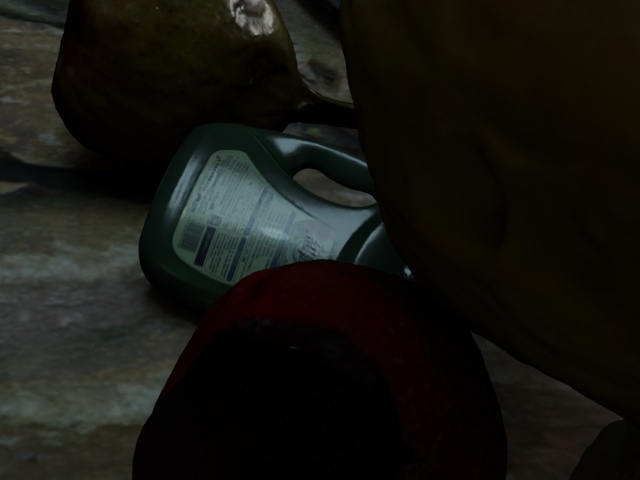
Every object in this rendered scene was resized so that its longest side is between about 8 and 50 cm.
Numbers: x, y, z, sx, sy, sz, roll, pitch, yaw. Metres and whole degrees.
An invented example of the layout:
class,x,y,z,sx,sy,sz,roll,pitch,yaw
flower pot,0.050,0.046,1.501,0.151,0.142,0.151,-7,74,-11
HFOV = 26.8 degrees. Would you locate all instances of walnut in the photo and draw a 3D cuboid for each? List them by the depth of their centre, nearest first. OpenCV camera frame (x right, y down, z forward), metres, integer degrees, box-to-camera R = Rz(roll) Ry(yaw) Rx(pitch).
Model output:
class,x,y,z,sx,sy,sz,roll,pitch,yaw
walnut,0.192,-0.059,0.610,0.398,0.354,0.308,27,74,46

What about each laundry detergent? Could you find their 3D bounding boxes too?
class,x,y,z,sx,sy,sz,roll,pitch,yaw
laundry detergent,0.000,0.000,0.899,0.221,0.078,0.144,14,62,13

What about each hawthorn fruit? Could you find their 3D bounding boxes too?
class,x,y,z,sx,sy,sz,roll,pitch,yaw
hawthorn fruit,0.002,0.094,0.729,0.189,0.190,0.251,5,19,0

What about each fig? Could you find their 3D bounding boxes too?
class,x,y,z,sx,sy,sz,roll,pitch,yaw
fig,-0.068,-0.110,0.994,0.290,0.191,0.191,37,42,-4

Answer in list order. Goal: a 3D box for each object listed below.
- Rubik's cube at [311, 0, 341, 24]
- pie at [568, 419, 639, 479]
class,x,y,z,sx,sy,sz,roll,pitch,yaw
Rubik's cube,0.094,-0.447,1.266,0.358,0.362,0.363,-18,43,-23
pie,0.226,0.180,0.682,0.218,0.052,0.185,-3,71,20
